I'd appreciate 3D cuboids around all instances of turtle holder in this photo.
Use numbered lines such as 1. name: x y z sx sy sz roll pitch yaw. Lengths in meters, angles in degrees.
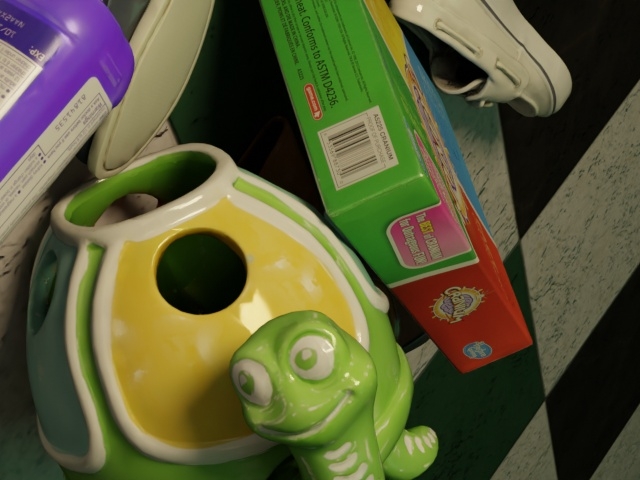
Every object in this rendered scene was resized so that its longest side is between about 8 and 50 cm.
1. turtle holder: -0.074 0.077 0.920 0.320 0.243 0.227 -85 157 -68

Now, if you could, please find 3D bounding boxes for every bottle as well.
1. bottle: -0.219 -0.023 0.766 0.283 0.118 0.092 -54 150 -19

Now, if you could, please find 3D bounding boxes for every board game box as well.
1. board game box: 0.053 -0.067 1.072 0.064 0.242 0.316 -23 152 10

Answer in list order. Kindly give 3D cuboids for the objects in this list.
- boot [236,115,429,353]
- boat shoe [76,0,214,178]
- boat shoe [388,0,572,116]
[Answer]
1. boot: 0.000 0.000 1.220 0.264 0.096 0.280 -49 137 -20
2. boat shoe: -0.108 -0.159 0.875 0.095 0.079 0.254 -44 157 -60
3. boat shoe: 0.134 -0.157 1.266 0.088 0.096 0.267 -57 150 -4
